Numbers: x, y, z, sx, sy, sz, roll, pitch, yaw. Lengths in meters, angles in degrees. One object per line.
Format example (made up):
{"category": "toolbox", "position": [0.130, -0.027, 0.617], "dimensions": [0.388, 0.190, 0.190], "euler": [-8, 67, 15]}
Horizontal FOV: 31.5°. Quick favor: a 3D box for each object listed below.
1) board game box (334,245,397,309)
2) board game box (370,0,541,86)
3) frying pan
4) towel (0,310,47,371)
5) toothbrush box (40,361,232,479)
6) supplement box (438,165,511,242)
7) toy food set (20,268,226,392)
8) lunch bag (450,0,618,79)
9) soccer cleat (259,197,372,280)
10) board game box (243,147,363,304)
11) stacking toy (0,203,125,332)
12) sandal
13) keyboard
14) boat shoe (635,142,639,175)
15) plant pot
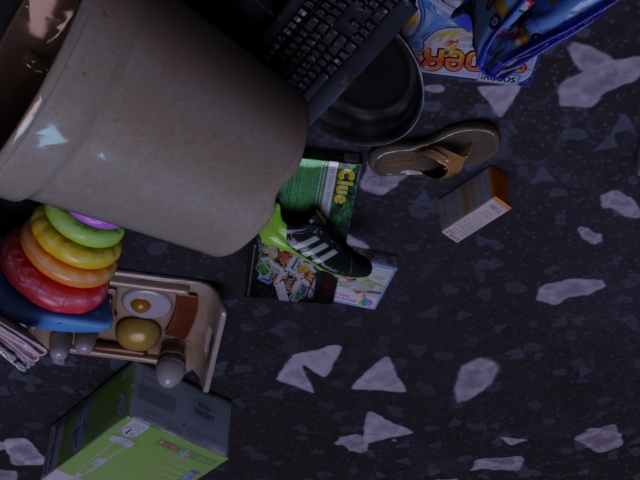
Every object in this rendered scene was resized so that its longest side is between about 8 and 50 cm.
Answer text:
{"category": "board game box", "position": [0.025, 0.049, 1.698], "dimensions": [0.154, 0.026, 0.103], "euler": [12, 136, -13]}
{"category": "board game box", "position": [0.169, -0.255, 1.350], "dimensions": [0.201, 0.035, 0.136], "euler": [5, 138, -4]}
{"category": "frying pan", "position": [0.031, -0.252, 1.318], "dimensions": [0.197, 0.053, 0.326], "euler": [13, 133, 25]}
{"category": "towel", "position": [-0.551, 0.045, 1.523], "dimensions": [0.317, 0.332, 0.053], "euler": [40, 80, -35]}
{"category": "toothbrush box", "position": [-0.319, 0.350, 1.965], "dimensions": [0.206, 0.122, 0.283], "euler": [29, 130, -28]}
{"category": "supplement box", "position": [0.211, -0.050, 1.559], "dimensions": [0.036, 0.062, 0.098], "euler": [32, 130, -32]}
{"category": "toy food set", "position": [-0.311, 0.149, 1.763], "dimensions": [0.306, 0.092, 0.219], "euler": [8, 138, -8]}
{"category": "lunch bag", "position": [0.236, -0.312, 1.148], "dimensions": [0.138, 0.221, 0.293], "euler": [28, 131, -27]}
{"category": "soccer cleat", "position": [0.000, 0.000, 1.557], "dimensions": [0.179, 0.060, 0.072], "euler": [23, 113, -18]}
{"category": "board game box", "position": [-0.028, -0.017, 1.595], "dimensions": [0.136, 0.030, 0.259], "euler": [8, 129, -5]}
{"category": "stacking toy", "position": [-0.320, -0.031, 1.539], "dimensions": [0.175, 0.165, 0.302], "euler": [11, 128, -34]}
{"category": "sandal", "position": [0.151, -0.108, 1.504], "dimensions": [0.180, 0.049, 0.072], "euler": [-10, 137, 12]}
{"category": "keyboard", "position": [-0.042, -0.245, 1.313], "dimensions": [0.201, 0.033, 0.317], "euler": [38, 141, -8]}
{"category": "boat shoe", "position": [0.451, -0.135, 1.475], "dimensions": [0.043, 0.049, 0.137], "euler": [8, 133, -11]}
{"category": "plant pot", "position": [-0.193, -0.140, 1.264], "dimensions": [0.305, 0.333, 0.334], "euler": [26, 132, -27]}
